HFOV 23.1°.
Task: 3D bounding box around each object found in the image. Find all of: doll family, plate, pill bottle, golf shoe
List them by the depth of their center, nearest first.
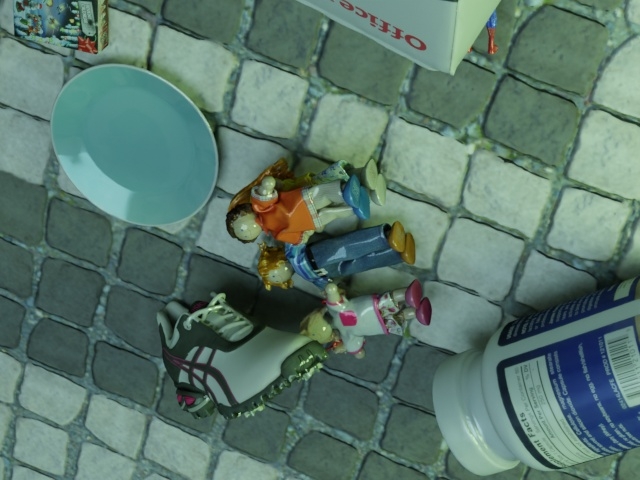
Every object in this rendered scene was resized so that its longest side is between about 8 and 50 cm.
[{"bbox_3d":[0.249,0.134,1.503,0.265,0.153,0.153,-22,111,32],"label":"pill bottle"},{"bbox_3d":[0.000,0.000,1.560,0.163,0.118,0.263,-12,134,21],"label":"doll family"},{"bbox_3d":[-0.188,-0.100,1.608,0.188,0.024,0.188,10,124,15],"label":"plate"},{"bbox_3d":[-0.095,0.115,1.614,0.273,0.105,0.120,-14,106,58],"label":"golf shoe"}]

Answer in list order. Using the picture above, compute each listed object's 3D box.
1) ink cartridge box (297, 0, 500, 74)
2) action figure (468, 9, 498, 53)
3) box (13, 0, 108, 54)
[{"bbox_3d":[0.046,-0.296,1.219,0.223,0.129,0.307,30,160,13],"label":"ink cartridge box"},{"bbox_3d":[0.145,-0.225,1.390,0.038,0.030,0.115,7,119,11],"label":"action figure"},{"bbox_3d":[-0.255,-0.255,1.531,0.094,0.027,0.137,13,125,13],"label":"box"}]
